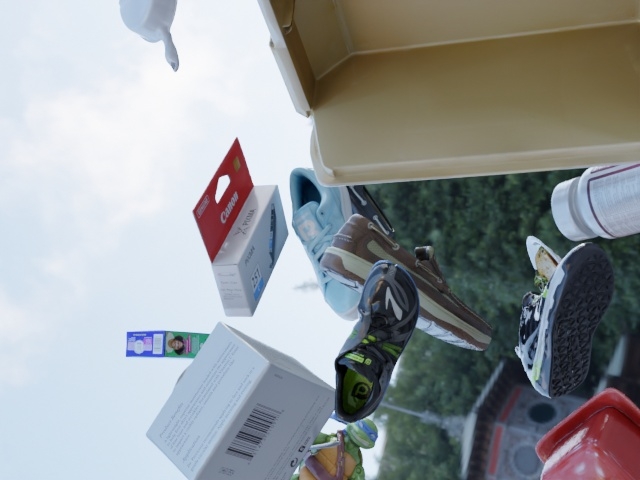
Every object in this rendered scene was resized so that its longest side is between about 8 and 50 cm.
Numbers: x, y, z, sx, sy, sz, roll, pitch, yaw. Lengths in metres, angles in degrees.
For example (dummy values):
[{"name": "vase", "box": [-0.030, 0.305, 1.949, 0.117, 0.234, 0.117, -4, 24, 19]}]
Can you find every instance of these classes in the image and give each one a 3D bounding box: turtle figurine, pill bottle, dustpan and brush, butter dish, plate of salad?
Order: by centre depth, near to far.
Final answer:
[{"name": "butter dish", "box": [0.315, 0.275, 0.965, 0.118, 0.160, 0.160, -28, -20, -44]}, {"name": "turtle figurine", "box": [-0.012, 0.386, 1.286, 0.266, 0.274, 0.198, -47, -58, 7]}, {"name": "pill bottle", "box": [0.476, -0.070, 1.336, 0.121, 0.221, 0.121, 11, -109, -36]}, {"name": "dustpan and brush", "box": [-0.268, -0.362, 1.426, 0.060, 0.147, 0.211, 15, -131, -36]}, {"name": "plate of salad", "box": [0.406, 0.083, 1.509, 0.048, 0.200, 0.200, -31, -49, -2]}]

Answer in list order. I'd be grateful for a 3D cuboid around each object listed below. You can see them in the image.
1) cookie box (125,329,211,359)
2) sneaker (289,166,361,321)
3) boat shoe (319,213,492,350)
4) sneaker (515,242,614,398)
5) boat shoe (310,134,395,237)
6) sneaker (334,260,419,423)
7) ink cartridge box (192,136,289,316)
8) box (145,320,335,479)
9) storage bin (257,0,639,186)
[{"name": "cookie box", "box": [-0.208, 0.150, 1.244, 0.107, 0.092, 0.040, 10, -102, -46]}, {"name": "sneaker", "box": [0.000, 0.000, 1.809, 0.150, 0.135, 0.366, 23, -142, -42]}, {"name": "boat shoe", "box": [0.126, 0.051, 1.097, 0.257, 0.095, 0.095, 31, -103, -24]}, {"name": "sneaker", "box": [0.262, 0.085, 1.001, 0.084, 0.097, 0.234, -16, -47, -20]}, {"name": "boat shoe", "box": [0.075, -0.124, 2.009, 0.302, 0.091, 0.114, 61, -165, -20]}, {"name": "sneaker", "box": [0.058, 0.114, 0.936, 0.078, 0.067, 0.188, -27, -45, -72]}, {"name": "ink cartridge box", "box": [-0.155, -0.033, 1.792, 0.296, 0.066, 0.261, -70, -27, -51]}, {"name": "box", "box": [-0.097, 0.231, 1.152, 0.181, 0.119, 0.182, -57, -41, -1]}, {"name": "storage bin", "box": [0.079, -0.161, 0.512, 0.262, 0.260, 0.123, 65, -155, -55]}]
